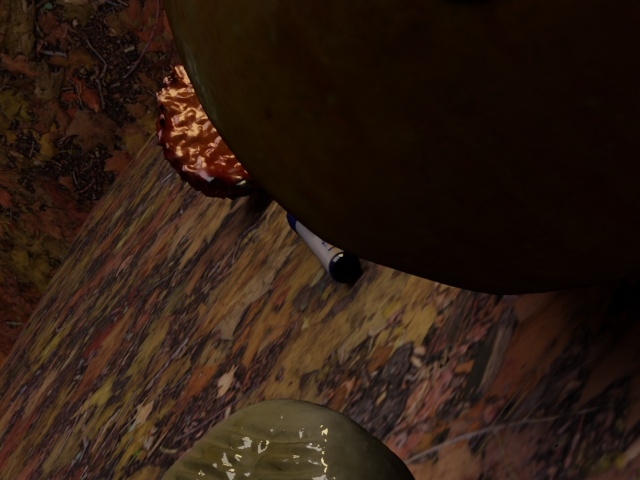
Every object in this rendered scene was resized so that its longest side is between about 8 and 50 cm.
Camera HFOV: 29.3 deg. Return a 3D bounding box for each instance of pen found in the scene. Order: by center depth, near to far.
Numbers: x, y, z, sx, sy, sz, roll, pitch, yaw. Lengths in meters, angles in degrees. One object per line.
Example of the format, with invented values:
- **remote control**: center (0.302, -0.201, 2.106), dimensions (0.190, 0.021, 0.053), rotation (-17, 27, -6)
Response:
- **pen**: center (0.000, 0.000, 1.197), dimensions (0.033, 0.033, 0.269), rotation (-52, 14, 4)

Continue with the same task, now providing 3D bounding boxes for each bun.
- **bun**: center (-0.011, 0.178, 0.621), dimensions (0.193, 0.128, 0.178), rotation (-8, 46, 55)

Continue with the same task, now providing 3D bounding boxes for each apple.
- **apple**: center (0.114, -0.155, 0.627), dimensions (0.400, 0.334, 0.400), rotation (-30, 9, 5)

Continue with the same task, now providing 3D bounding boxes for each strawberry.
- **strawberry**: center (-0.106, -0.136, 1.668), dimensions (0.234, 0.234, 0.178), rotation (-58, -14, -19)
